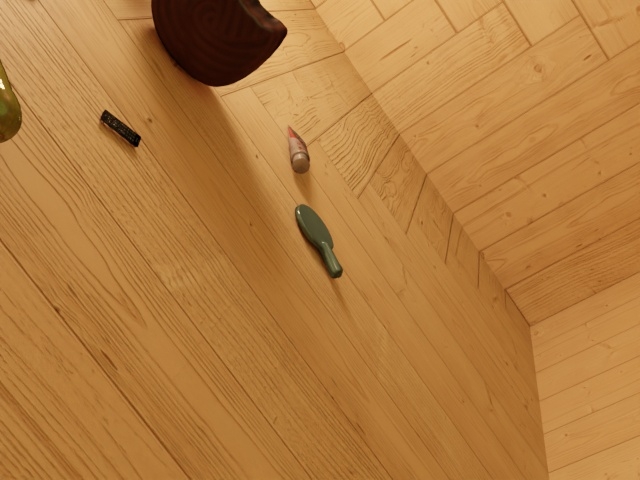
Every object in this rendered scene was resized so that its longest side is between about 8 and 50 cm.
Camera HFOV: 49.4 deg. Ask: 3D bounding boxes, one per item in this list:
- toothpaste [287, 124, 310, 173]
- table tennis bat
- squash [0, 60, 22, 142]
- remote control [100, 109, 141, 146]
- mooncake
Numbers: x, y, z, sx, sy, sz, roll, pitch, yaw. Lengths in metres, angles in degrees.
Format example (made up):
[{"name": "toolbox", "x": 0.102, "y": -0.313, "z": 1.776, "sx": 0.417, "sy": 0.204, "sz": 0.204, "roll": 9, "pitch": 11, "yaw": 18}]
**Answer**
[{"name": "toothpaste", "x": -0.067, "y": -0.273, "z": 2.098, "sx": 0.089, "sy": 0.057, "sz": 0.234, "roll": 45, "pitch": 17, "yaw": -27}, {"name": "table tennis bat", "x": 0.000, "y": 0.000, "z": 1.883, "sx": 0.149, "sy": 0.038, "sz": 0.237, "roll": 23, "pitch": 35, "yaw": -58}, {"name": "squash", "x": -0.516, "y": -0.251, "z": 1.045, "sx": 0.083, "sy": 0.083, "sz": 0.250, "roll": 9, "pitch": 50, "yaw": -63}, {"name": "remote control", "x": -0.390, "y": -0.215, "z": 1.353, "sx": 0.091, "sy": 0.016, "sz": 0.034, "roll": 41, "pitch": 43, "yaw": -36}, {"name": "mooncake", "x": -0.248, "y": -0.547, "z": 1.726, "sx": 0.174, "sy": 0.334, "sz": 0.325, "roll": -67, "pitch": 162, "yaw": -63}]
